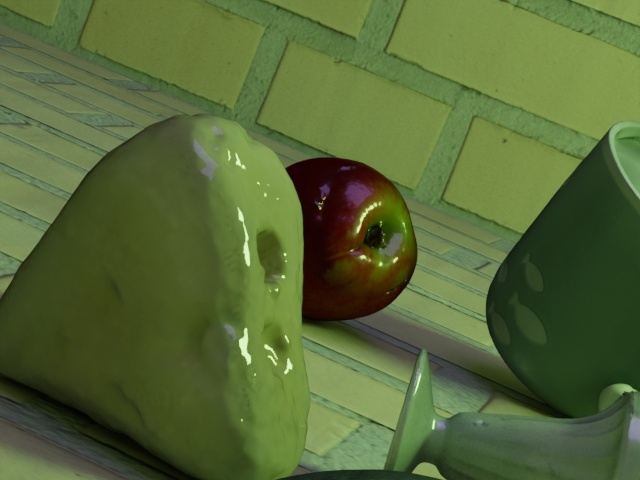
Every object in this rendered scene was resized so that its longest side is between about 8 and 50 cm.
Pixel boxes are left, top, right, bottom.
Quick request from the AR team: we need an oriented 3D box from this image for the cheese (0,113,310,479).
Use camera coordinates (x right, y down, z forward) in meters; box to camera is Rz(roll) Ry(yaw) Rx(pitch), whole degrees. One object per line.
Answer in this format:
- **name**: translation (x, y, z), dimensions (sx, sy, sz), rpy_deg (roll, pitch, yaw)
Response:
- **cheese**: translation (-0.087, 0.042, 1.389), dimensions (0.251, 0.248, 0.174), rpy_deg (35, 15, 32)

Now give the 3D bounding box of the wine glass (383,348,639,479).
- **wine glass**: translation (0.151, 0.168, 1.465), dimensions (0.196, 0.165, 0.165), rpy_deg (19, 8, 5)

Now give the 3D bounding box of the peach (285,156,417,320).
- **peach**: translation (0.000, 0.000, 2.105), dimensions (0.197, 0.197, 0.197), rpy_deg (21, 8, -3)

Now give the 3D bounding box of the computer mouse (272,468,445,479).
- **computer mouse**: translation (0.111, 0.223, 1.135), dimensions (0.374, 0.114, 0.203), rpy_deg (23, 7, -1)

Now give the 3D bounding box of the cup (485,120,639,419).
- **cup**: translation (0.346, 0.081, 2.108), dimensions (0.259, 0.274, 0.356), rpy_deg (26, 32, -20)
